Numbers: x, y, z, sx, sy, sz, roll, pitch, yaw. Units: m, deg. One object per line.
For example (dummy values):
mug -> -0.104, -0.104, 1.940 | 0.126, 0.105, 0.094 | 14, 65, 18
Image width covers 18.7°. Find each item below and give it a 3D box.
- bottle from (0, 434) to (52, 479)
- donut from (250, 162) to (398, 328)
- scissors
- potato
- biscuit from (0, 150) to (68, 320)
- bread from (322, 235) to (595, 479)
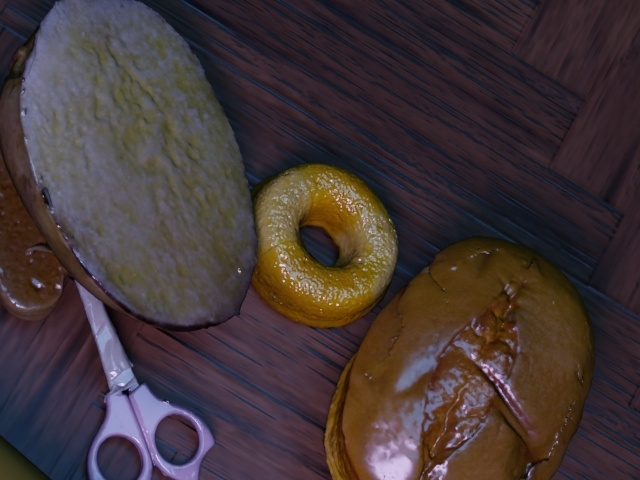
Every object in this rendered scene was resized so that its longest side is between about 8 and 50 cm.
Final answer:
bottle -> -0.212, 0.287, 1.469 | 0.351, 0.171, 0.171 | 42, 66, 1
donut -> 0.000, 0.000, 1.694 | 0.152, 0.058, 0.152 | 5, 72, -16
scissors -> -0.167, 0.112, 1.613 | 0.110, 0.021, 0.212 | -20, 85, -18
potato -> -0.179, -0.051, 1.604 | 0.239, 0.116, 0.299 | -7, 73, -54
biscuit -> -0.328, -0.063, 1.625 | 0.320, 0.047, 0.183 | 41, 66, -1
bread -> 0.118, 0.128, 1.637 | 0.195, 0.142, 0.269 | 35, 64, -2
